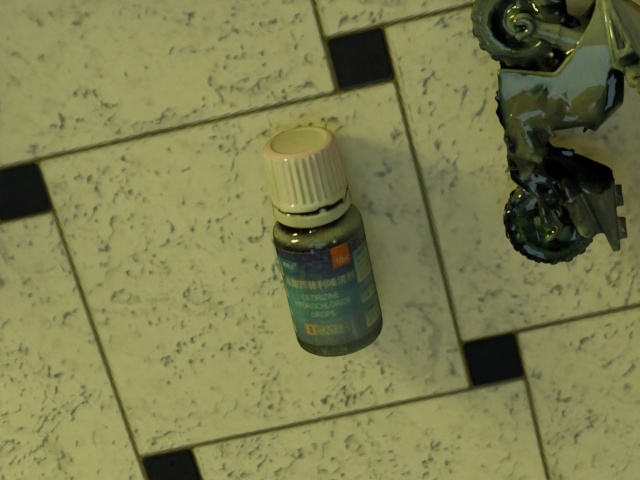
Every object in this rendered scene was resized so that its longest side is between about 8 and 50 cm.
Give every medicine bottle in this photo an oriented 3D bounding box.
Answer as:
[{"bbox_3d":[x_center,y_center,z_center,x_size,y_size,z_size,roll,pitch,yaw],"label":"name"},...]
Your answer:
[{"bbox_3d":[0.000,0.000,1.772,0.083,0.083,0.203,-10,116,5],"label":"medicine bottle"}]

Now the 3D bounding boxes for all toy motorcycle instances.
[{"bbox_3d":[0.220,-0.109,1.706,0.159,0.106,0.270,-8,114,11],"label":"toy motorcycle"}]
